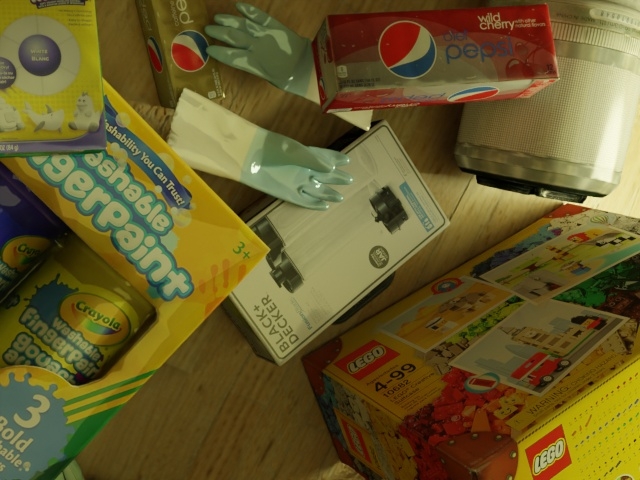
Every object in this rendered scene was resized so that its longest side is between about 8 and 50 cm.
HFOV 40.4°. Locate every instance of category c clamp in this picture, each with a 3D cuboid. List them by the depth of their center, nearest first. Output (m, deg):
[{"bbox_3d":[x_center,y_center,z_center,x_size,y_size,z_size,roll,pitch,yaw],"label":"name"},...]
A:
[{"bbox_3d":[0.036,0.028,1.159,0.160,0.022,0.137,-43,114,-17],"label":"c clamp"}]

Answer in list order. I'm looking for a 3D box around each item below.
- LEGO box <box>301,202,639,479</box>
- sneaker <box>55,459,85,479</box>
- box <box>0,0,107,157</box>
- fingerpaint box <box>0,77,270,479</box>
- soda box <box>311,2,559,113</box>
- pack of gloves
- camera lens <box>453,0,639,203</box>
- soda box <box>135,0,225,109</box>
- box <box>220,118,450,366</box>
[{"bbox_3d":[0.292,0.164,1.131,0.500,0.372,0.193,-28,113,-22],"label":"LEGO box"},{"bbox_3d":[-0.260,0.298,1.008,0.255,0.094,0.151,-3,109,-26],"label":"sneaker"},{"bbox_3d":[-0.241,-0.162,0.735,0.105,0.043,0.179,-6,91,-24],"label":"box"},{"bbox_3d":[-0.336,-0.016,0.811,0.371,0.163,0.445,-47,107,-12],"label":"fingerpaint box"},{"bbox_3d":[0.128,-0.205,0.980,0.263,0.083,0.092,-6,83,-14],"label":"soda box"},{"bbox_3d":[-0.038,-0.148,0.977,0.232,0.046,0.195,19,86,-26],"label":"pack of gloves"},{"bbox_3d":[0.303,-0.196,1.141,0.219,0.219,0.275,6,98,-30],"label":"camera lens"},{"bbox_3d":[-0.162,-0.241,0.964,0.061,0.058,0.182,-20,110,-25],"label":"soda box"},{"bbox_3d":[0.000,0.000,1.077,0.290,0.087,0.169,-37,105,-17],"label":"box"}]
